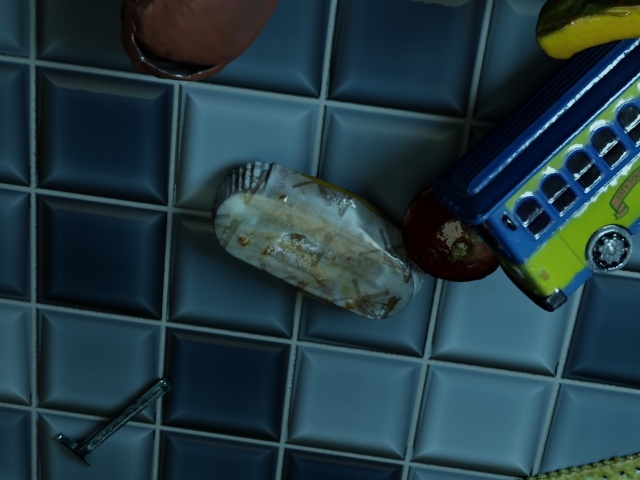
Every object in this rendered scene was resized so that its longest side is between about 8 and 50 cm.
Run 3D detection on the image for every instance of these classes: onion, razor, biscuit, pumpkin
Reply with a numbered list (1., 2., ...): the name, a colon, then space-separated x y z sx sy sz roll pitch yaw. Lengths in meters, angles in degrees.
1. onion: 0.154 -0.014 1.516 0.131 0.131 0.131 3 120 5
2. razor: -0.265 0.238 1.756 0.190 0.033 0.066 -38 110 23
3. biscuit: 0.349 0.352 1.763 0.203 0.016 0.144 -18 116 15
4. pumpkin: 0.368 -0.258 1.290 0.258 0.290 0.095 16 135 16

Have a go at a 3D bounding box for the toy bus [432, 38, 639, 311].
1. toy bus: 0.280 -0.084 1.392 0.287 0.138 0.175 -43 114 2

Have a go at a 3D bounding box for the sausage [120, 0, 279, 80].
1. sausage: -0.107 -0.284 1.365 0.152 0.152 0.280 29 119 -10

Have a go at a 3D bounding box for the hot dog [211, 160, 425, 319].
1. hot dog: 0.000 0.000 1.565 0.268 0.075 0.144 31 114 -8
